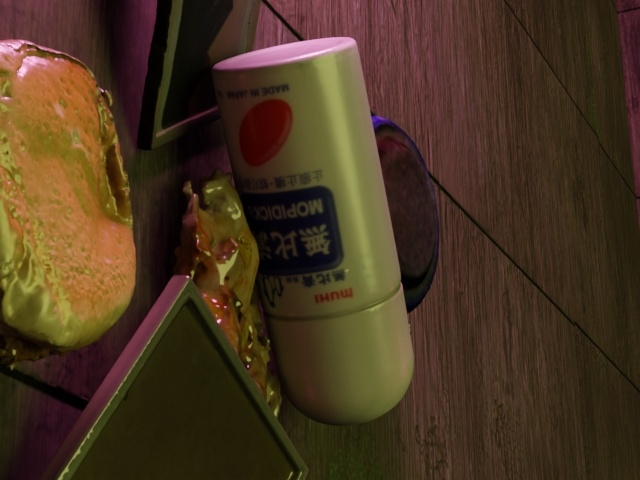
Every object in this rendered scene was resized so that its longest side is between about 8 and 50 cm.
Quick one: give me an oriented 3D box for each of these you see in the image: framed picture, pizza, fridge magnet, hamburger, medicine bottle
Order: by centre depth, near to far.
[{"bbox_3d":[-0.196,-0.022,0.853,0.214,0.108,0.213,-9,90,-68],"label":"hamburger"},{"bbox_3d":[-0.118,0.214,0.947,0.315,0.024,0.232,-60,136,-38],"label":"framed picture"},{"bbox_3d":[-0.080,0.088,1.119,0.189,0.071,0.296,42,42,-53],"label":"pizza"},{"bbox_3d":[-0.089,-0.218,1.144,0.192,0.018,0.265,-40,145,-62],"label":"framed picture"},{"bbox_3d":[0.000,0.000,1.197,0.130,0.130,0.340,-43,124,-63],"label":"medicine bottle"},{"bbox_3d":[0.039,-0.021,1.376,0.265,0.113,0.265,24,62,-57],"label":"fridge magnet"}]
